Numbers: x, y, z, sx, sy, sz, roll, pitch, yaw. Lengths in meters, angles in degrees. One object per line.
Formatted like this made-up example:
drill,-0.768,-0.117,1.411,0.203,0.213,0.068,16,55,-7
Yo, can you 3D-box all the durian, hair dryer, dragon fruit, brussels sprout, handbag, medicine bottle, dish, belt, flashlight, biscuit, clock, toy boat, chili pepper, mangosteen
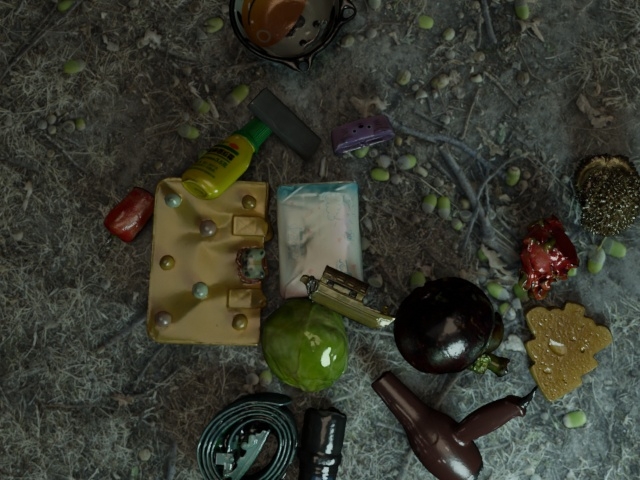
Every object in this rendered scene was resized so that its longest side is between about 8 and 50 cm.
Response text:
durian,0.648,-0.098,1.681,0.167,0.196,0.196,20,85,16
hair dryer,0.310,0.361,1.597,0.312,0.123,0.340,51,123,4
dragon fruit,0.516,0.045,1.689,0.150,0.133,0.208,31,118,41
brussels sprout,-0.036,0.238,1.668,0.223,0.161,0.223,4,105,13
handbag,-0.256,0.045,1.734,0.283,0.133,0.401,4,84,-2
medicine bottle,-0.197,-0.209,1.721,0.111,0.076,0.309,23,53,24
dish,-0.073,-0.540,1.785,0.303,0.120,0.303,0,84,3
belt,-0.155,0.461,1.681,0.206,0.116,0.267,44,90,4
flashlight,-0.012,0.594,1.674,0.103,0.103,0.424,7,86,4
biscuit,0.556,0.256,1.704,0.212,0.041,0.239,18,85,-1
clock,0.098,-0.255,1.749,0.152,0.110,0.050,-16,85,1
toy boat,0.062,0.123,1.614,0.226,0.068,0.088,24,92,0
chili pepper,-0.474,-0.040,1.768,0.084,0.086,0.192,42,77,-21
mangosteen,0.302,0.218,1.638,0.231,0.231,0.289,-43,98,-2

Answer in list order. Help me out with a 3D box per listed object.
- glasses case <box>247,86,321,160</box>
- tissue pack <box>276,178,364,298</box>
glasses case,-0.084,-0.278,1.753,0.190,0.042,0.072,42,60,-16
tissue pack,-0.003,0.000,1.722,0.201,0.124,0.271,-3,84,6
